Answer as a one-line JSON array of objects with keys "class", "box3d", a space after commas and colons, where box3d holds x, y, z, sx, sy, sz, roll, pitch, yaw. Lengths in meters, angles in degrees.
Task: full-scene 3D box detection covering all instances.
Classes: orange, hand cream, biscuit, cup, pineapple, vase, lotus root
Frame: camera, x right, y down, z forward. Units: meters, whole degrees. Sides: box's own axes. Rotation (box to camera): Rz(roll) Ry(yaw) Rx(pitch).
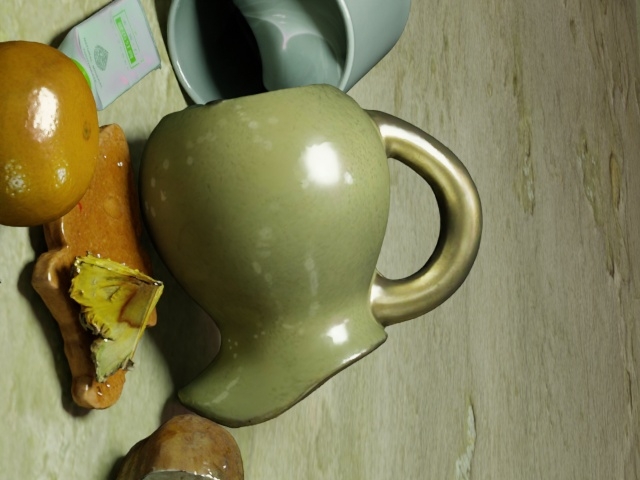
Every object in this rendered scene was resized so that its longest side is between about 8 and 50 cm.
[{"class": "orange", "box3d": [-0.251, -0.088, 1.474, 0.156, 0.124, 0.156, 1, 90, -78]}, {"class": "hand cream", "box3d": [-0.208, -0.174, 1.729, 0.275, 0.050, 0.079, -56, 155, -66]}, {"class": "biscuit", "box3d": [-0.203, 0.020, 1.621, 0.183, 0.043, 0.280, 42, 40, -58]}, {"class": "cup", "box3d": [-0.019, -0.252, 1.989, 0.205, 0.205, 0.312, 71, 23, -12]}, {"class": "pineapple", "box3d": [-0.171, 0.069, 1.556, 0.114, 0.077, 0.114, 18, 77, -58]}, {"class": "vase", "box3d": [0.000, 0.000, 1.732, 0.241, 0.329, 0.302, -175, -106, -80]}, {"class": "lotus root", "box3d": [-0.122, 0.221, 1.603, 0.112, 0.122, 0.081, 36, 32, -21]}]
